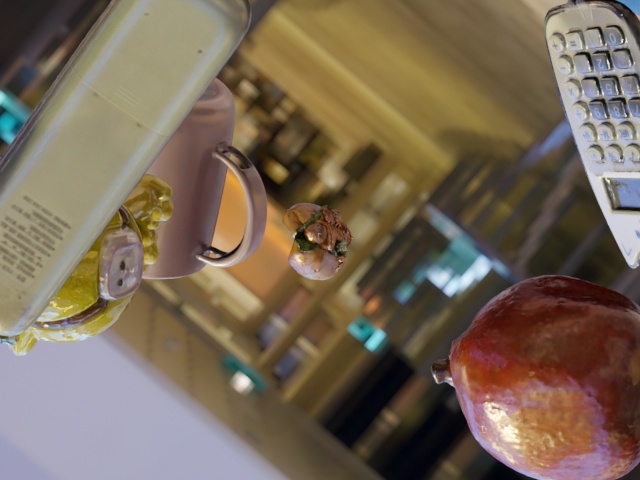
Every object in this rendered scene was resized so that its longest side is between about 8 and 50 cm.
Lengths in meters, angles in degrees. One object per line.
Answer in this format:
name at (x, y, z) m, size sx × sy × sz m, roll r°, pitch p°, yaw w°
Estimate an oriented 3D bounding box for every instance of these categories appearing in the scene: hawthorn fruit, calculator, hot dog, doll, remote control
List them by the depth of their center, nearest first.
remote control at (-0.160, -0.060, 1.348) m, size 0.090 × 0.309 × 0.038 m, roll 34°, pitch -159°, yaw -10°
hawthorn fruit at (0.181, 0.112, 1.608) m, size 0.188 × 0.169 × 0.169 m, roll 0°, pitch 174°, yaw 9°
calculator at (0.270, -0.098, 1.762) m, size 0.268 × 0.040 × 0.177 m, roll 66°, pitch 161°, yaw -13°
doll at (-0.257, 0.027, 1.800) m, size 0.145 × 0.199 × 0.363 m, roll 27°, pitch -152°, yaw 18°
hot dog at (0.000, 0.000, 1.878) m, size 0.188 × 0.055 × 0.072 m, roll 12°, pitch -113°, yaw -83°

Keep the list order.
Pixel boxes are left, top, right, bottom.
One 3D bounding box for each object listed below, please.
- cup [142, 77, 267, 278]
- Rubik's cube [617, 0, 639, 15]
cup at (-0.168, -0.076, 2.195) m, size 0.253 × 0.200 × 0.191 m, roll 26°, pitch -155°, yaw 21°
Rubik's cube at (0.360, -0.432, 2.039) m, size 0.358 × 0.363 × 0.362 m, roll 28°, pitch 179°, yaw 15°
